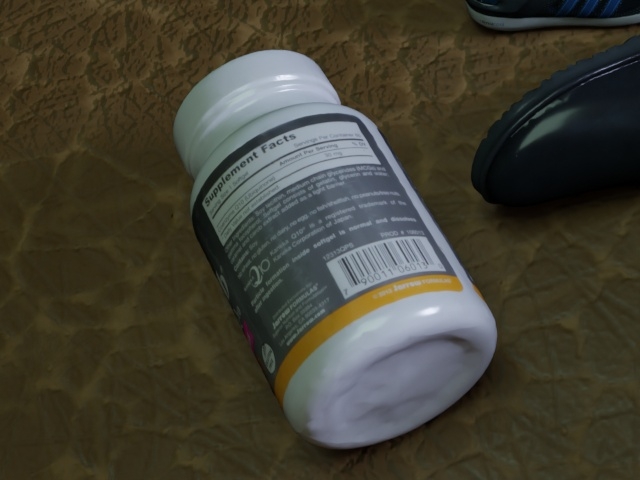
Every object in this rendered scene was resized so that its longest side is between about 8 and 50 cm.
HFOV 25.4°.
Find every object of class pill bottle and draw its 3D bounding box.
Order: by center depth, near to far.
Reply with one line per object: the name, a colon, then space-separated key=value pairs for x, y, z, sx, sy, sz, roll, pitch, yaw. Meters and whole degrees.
pill bottle: x=0.000 y=0.000 z=1.043 sx=0.162 sy=0.162 sz=0.278 roll=-30 pitch=57 yaw=1

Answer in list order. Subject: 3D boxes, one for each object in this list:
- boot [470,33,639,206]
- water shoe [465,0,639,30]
boot: x=0.260 y=-0.050 z=1.022 sx=0.247 sy=0.094 sz=0.207 roll=-30 pitch=54 yaw=-7
water shoe: x=0.212 y=-0.216 z=1.137 sx=0.203 sy=0.080 sz=0.072 roll=-10 pitch=60 yaw=13
